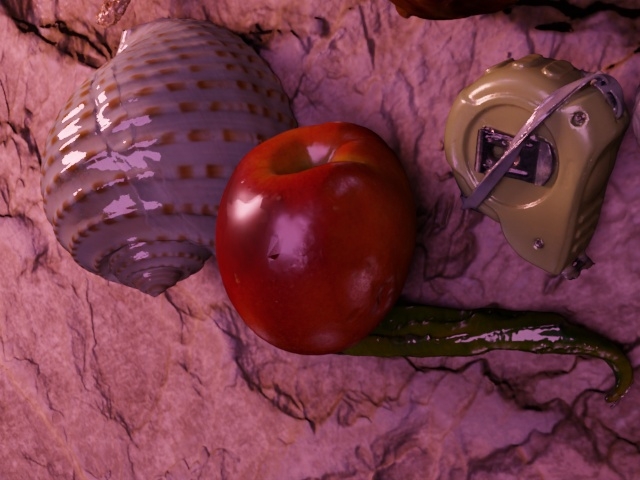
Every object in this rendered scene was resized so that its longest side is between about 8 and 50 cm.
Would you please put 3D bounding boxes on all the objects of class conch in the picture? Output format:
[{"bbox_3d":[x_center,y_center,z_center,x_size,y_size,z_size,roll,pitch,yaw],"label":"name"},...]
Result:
[{"bbox_3d":[-0.190,-0.101,0.969,0.303,0.215,0.319,-12,97,20],"label":"conch"}]

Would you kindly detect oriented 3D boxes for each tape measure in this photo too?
[{"bbox_3d":[0.201,-0.085,0.799,0.175,0.106,0.200,30,134,28],"label":"tape measure"}]

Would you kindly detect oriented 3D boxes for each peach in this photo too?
[{"bbox_3d":[0.000,0.000,0.872,0.199,0.243,0.243,21,111,29],"label":"peach"}]

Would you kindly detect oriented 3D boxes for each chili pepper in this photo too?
[{"bbox_3d":[0.149,0.107,0.909,0.359,0.076,0.085,7,80,28],"label":"chili pepper"}]

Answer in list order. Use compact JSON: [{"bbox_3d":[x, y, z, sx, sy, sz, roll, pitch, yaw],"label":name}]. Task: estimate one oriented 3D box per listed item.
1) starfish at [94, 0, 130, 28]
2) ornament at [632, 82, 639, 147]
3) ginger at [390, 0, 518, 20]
[{"bbox_3d":[-0.198,-0.405,0.984,0.302,0.060,0.299,5,98,34],"label":"starfish"},{"bbox_3d":[0.377,-0.167,0.685,0.130,0.120,0.285,46,117,18],"label":"ornament"},{"bbox_3d":[0.138,-0.299,0.681,0.274,0.357,0.152,10,77,23],"label":"ginger"}]
